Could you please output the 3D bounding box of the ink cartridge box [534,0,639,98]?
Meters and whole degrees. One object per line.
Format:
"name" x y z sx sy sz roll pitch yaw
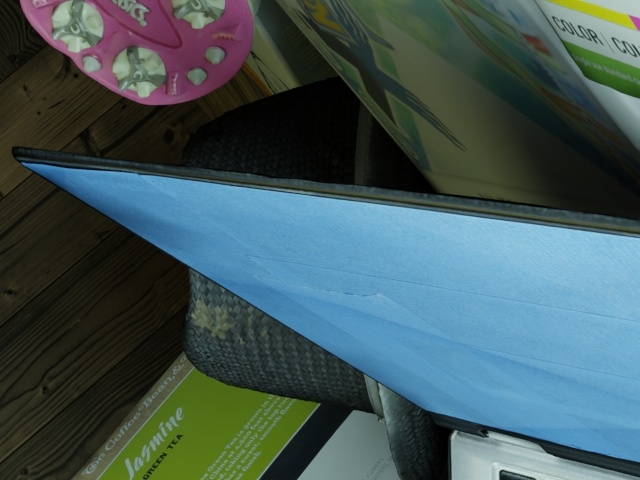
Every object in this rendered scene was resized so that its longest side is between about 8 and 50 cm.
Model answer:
"ink cartridge box" 0.063 -0.139 0.294 0.255 0.097 0.189 50 176 -24

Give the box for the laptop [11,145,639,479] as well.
"laptop" 0.122 0.169 0.484 0.382 0.236 0.408 9 106 44

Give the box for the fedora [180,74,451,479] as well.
"fedora" 0.000 0.000 0.921 0.334 0.152 0.334 -1 -90 -82

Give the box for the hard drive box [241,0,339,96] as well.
"hard drive box" -0.034 -0.181 1.076 0.181 0.089 0.232 46 174 39

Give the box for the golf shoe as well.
"golf shoe" -0.144 -0.204 0.757 0.306 0.115 0.140 47 -148 -18

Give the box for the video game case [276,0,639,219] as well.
"video game case" 0.016 -0.118 0.595 0.329 0.036 0.300 49 173 -13

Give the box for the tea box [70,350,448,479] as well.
"tea box" 0.040 0.246 1.200 0.323 0.220 0.329 12 145 54
